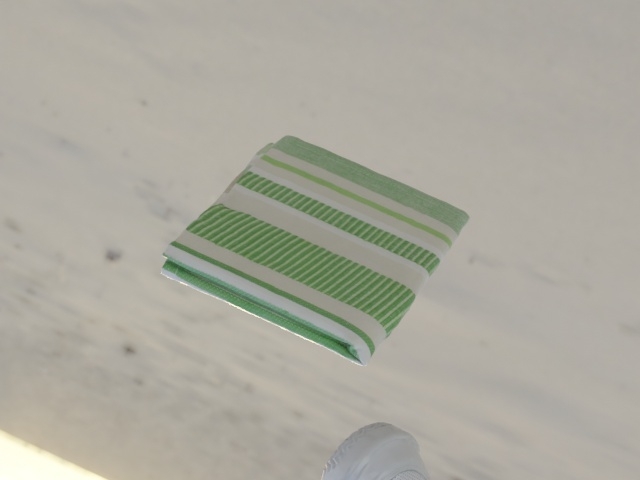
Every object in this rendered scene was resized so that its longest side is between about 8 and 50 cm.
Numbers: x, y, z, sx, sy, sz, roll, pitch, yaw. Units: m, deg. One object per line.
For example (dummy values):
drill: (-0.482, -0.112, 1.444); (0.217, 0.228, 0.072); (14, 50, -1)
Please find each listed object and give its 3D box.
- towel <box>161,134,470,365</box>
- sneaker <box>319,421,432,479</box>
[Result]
towel: (0.000, 0.000, 1.703); (0.248, 0.038, 0.325); (24, -148, 10)
sneaker: (0.118, 0.342, 1.415); (0.137, 0.366, 0.210); (-25, -155, -35)
